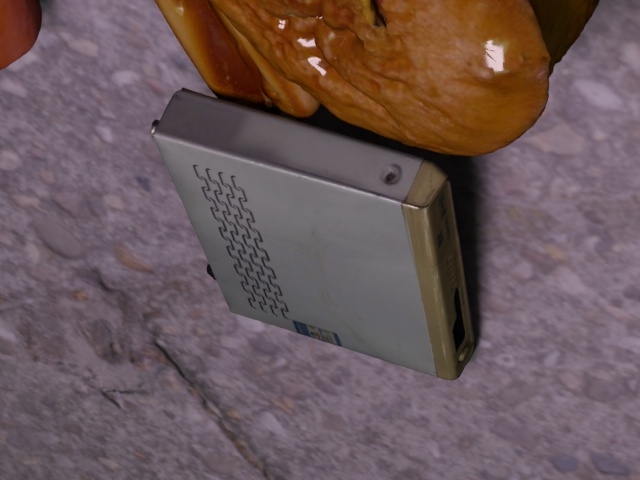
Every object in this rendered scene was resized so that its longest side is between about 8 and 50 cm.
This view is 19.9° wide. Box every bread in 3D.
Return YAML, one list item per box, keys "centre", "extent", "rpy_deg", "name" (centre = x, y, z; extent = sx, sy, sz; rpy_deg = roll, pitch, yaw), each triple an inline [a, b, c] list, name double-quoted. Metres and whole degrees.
- centre: [0.033, -0.159, 0.969]
  extent: [0.268, 0.146, 0.268]
  rpy_deg: [36, 157, 18]
  name: "bread"

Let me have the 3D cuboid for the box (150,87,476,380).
- centre: [0.000, 0.000, 1.242]
  extent: [0.210, 0.045, 0.270]
  rpy_deg: [17, 156, 18]
  name: "box"

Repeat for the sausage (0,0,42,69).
- centre: [-0.262, -0.225, 1.160]
  extent: [0.113, 0.114, 0.259]
  rpy_deg: [10, 139, 25]
  name: "sausage"

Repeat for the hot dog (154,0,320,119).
- centre: [-0.067, -0.179, 1.113]
  extent: [0.100, 0.068, 0.250]
  rpy_deg: [5, 134, 46]
  name: "hot dog"
